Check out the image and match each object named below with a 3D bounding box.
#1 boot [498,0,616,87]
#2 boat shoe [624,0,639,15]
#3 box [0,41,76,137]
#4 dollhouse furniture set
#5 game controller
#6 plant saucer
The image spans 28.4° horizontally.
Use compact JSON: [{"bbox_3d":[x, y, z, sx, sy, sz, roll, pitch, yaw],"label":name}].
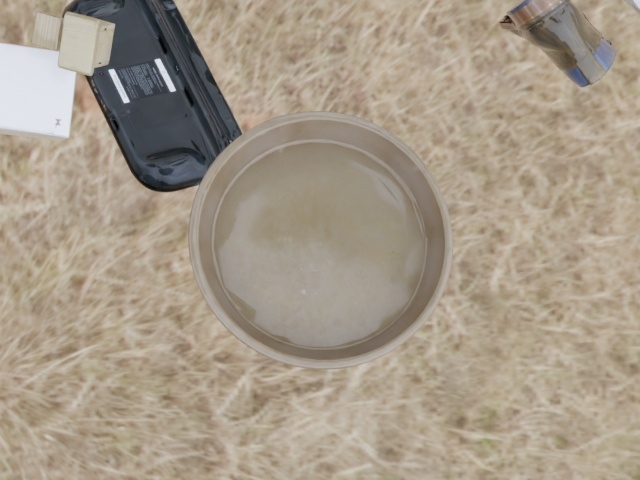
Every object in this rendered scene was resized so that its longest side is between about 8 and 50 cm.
[{"bbox_3d":[0.244,-0.208,1.298,0.082,0.219,0.106,-36,93,14],"label":"boot"},{"bbox_3d":[0.476,-0.367,1.881,0.142,0.049,0.040,30,100,-40],"label":"boat shoe"},{"bbox_3d":[-0.337,-0.162,1.380,0.130,0.170,0.091,7,91,-15],"label":"box"},{"bbox_3d":[-0.297,-0.258,1.231,0.182,0.101,0.161,16,108,13],"label":"dollhouse furniture set"},{"bbox_3d":[-0.227,-0.212,1.716,0.166,0.067,0.319,-21,71,-21],"label":"game controller"},{"bbox_3d":[0.000,0.000,1.331,0.278,0.041,0.278,2,76,-7],"label":"plant saucer"}]
